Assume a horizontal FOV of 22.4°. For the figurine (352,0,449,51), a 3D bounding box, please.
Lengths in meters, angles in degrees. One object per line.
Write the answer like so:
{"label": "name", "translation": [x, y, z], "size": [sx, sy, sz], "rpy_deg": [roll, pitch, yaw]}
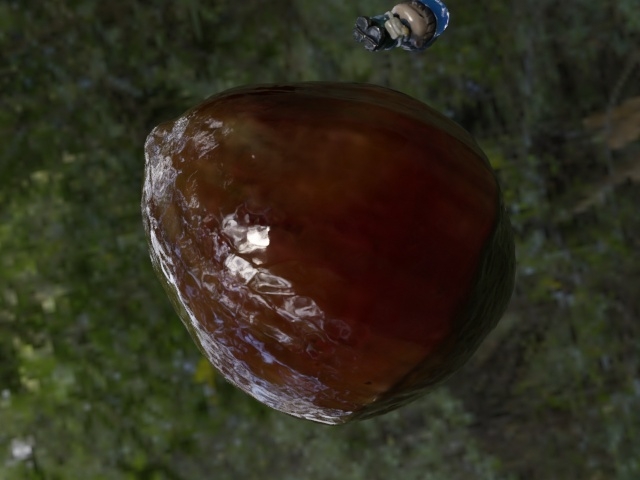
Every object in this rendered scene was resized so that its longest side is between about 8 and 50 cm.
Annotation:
{"label": "figurine", "translation": [0.100, -0.264, 2.049], "size": [0.077, 0.136, 0.079], "rpy_deg": [40, 139, 25]}

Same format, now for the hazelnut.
{"label": "hazelnut", "translation": [0.000, 0.000, 1.665], "size": [0.421, 0.420, 0.353], "rpy_deg": [-97, 27, -65]}
